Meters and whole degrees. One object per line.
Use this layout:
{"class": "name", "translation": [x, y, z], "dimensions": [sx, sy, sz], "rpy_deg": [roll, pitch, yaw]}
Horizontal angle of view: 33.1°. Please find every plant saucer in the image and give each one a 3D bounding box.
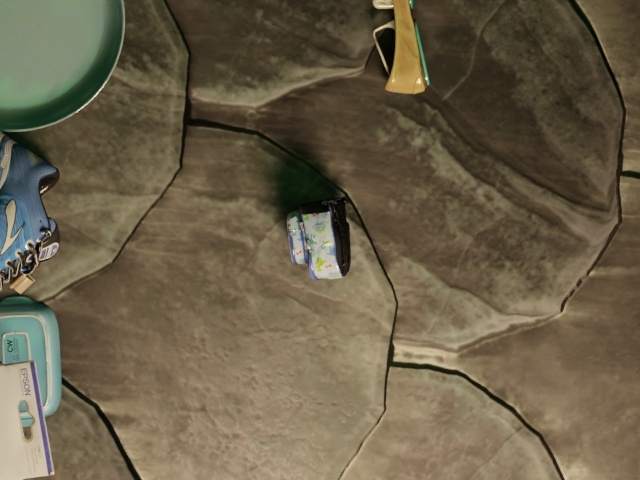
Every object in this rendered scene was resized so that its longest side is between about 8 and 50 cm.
{"class": "plant saucer", "translation": [-0.430, -0.309, 1.477], "dimensions": [0.318, 0.043, 0.317], "rpy_deg": [-3, 106, -10]}

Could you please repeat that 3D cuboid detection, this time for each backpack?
{"class": "backpack", "translation": [0.000, 0.000, 1.553], "dimensions": [0.084, 0.105, 0.114], "rpy_deg": [-9, 94, 14]}

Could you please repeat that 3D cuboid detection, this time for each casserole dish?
{"class": "casserole dish", "translation": [-0.428, 0.173, 1.522], "dimensions": [0.114, 0.037, 0.188], "rpy_deg": [-3, 91, -9]}

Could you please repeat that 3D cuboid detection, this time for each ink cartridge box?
{"class": "ink cartridge box", "translation": [-0.530, 0.261, 1.471], "dimensions": [0.333, 0.065, 0.165], "rpy_deg": [-8, 92, 2]}

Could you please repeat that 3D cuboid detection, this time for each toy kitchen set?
{"class": "toy kitchen set", "translation": [-0.441, 0.049, 1.496], "dimensions": [0.083, 0.075, 0.068], "rpy_deg": [-44, 97, -1]}

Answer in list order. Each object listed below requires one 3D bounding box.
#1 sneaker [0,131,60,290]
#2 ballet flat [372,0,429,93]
{"class": "sneaker", "translation": [-0.422, 0.006, 1.427], "dimensions": [0.147, 0.130, 0.329], "rpy_deg": [21, 56, -19]}
{"class": "ballet flat", "translation": [0.110, -0.329, 1.575], "dimensions": [0.073, 0.080, 0.232], "rpy_deg": [-7, 91, 6]}
